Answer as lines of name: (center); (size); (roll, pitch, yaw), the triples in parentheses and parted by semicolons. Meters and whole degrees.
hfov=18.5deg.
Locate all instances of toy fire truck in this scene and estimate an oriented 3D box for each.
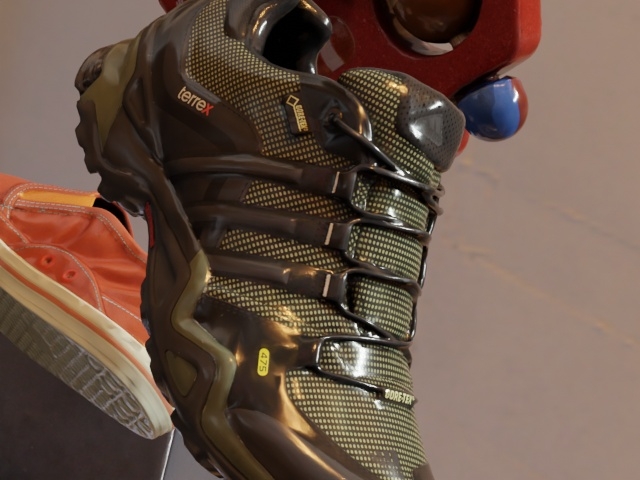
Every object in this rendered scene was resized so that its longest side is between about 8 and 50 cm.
toy fire truck: (0.041, -0.164, 1.416); (0.302, 0.169, 0.254); (-29, -97, 37)

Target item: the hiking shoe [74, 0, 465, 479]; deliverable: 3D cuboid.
hiking shoe: (0.000, 0.000, 0.636); (0.114, 0.086, 0.227); (-37, -118, 20)

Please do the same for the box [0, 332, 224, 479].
box: (-0.220, 0.149, 1.559); (0.296, 0.294, 0.182); (69, 30, -67)

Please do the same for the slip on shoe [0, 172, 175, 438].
slip on shoe: (-0.173, 0.011, 1.285); (0.331, 0.101, 0.123); (32, -26, 40)
